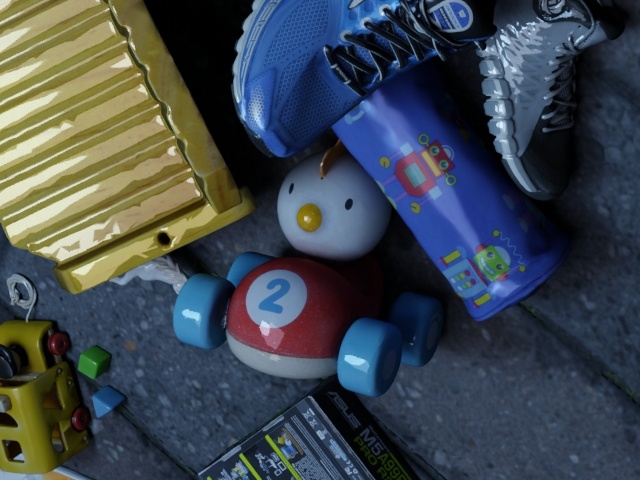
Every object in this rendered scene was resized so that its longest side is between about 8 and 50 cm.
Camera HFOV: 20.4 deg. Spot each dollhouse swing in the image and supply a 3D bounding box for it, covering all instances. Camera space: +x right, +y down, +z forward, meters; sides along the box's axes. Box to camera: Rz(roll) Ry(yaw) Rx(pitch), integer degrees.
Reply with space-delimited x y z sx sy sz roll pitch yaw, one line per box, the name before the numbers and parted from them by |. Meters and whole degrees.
dollhouse swing | -0.251 -0.125 1.732 0.315 0.305 0.347 -25 98 12

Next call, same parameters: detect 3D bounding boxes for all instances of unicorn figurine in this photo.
unicorn figurine | -0.189 0.009 1.938 0.111 0.060 0.162 -3 110 36

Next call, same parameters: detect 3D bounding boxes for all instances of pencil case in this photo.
pencil case | 0.107 -0.074 1.657 0.119 0.133 0.306 -35 91 19

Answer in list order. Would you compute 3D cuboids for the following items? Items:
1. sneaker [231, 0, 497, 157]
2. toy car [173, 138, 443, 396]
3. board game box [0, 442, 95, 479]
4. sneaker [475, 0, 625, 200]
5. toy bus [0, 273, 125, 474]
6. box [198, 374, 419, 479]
sneaker | 0.060 -0.199 1.500 0.130 0.330 0.147 45 175 -39
toy car | 0.000 0.000 1.728 0.219 0.210 0.238 14 107 23
board game box | -0.444 0.427 2.322 0.390 0.050 0.390 18 121 26
sneaker | 0.213 -0.149 1.573 0.132 0.086 0.229 -9 106 35
toy bus | -0.353 0.178 2.104 0.202 0.104 0.191 41 128 11
box | 0.020 0.306 1.941 0.270 0.060 0.216 52 131 2
